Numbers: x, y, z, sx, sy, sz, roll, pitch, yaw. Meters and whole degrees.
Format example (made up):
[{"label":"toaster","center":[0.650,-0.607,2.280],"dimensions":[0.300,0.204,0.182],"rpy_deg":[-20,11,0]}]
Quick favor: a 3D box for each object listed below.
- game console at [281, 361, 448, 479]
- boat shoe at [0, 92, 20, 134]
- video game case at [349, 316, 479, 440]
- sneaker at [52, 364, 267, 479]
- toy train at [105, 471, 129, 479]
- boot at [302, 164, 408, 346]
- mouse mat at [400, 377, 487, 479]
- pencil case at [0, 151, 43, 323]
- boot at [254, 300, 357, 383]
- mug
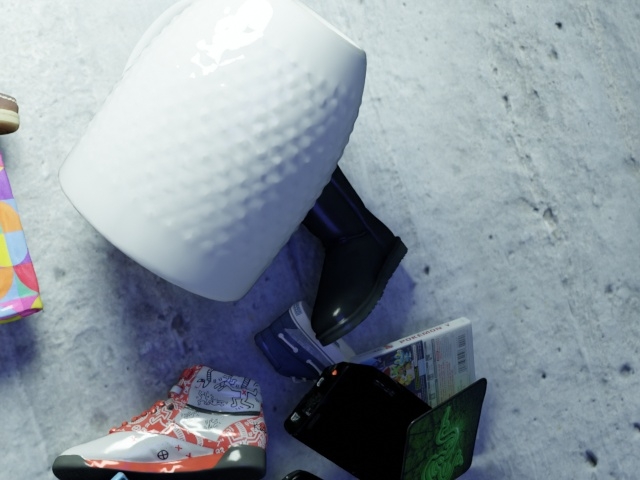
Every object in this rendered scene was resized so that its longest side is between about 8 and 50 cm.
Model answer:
[{"label":"game console","center":[0.000,0.335,1.375],"dimensions":[0.213,0.044,0.361],"rpy_deg":[38,88,-33]},{"label":"boat shoe","center":[-0.525,-0.217,1.253],"dimensions":[0.342,0.123,0.123],"rpy_deg":[14,82,-11]},{"label":"video game case","center":[0.134,0.222,1.445],"dimensions":[0.183,0.023,0.201],"rpy_deg":[-17,117,-20]},{"label":"sneaker","center":[-0.203,0.241,1.344],"dimensions":[0.270,0.090,0.145],"rpy_deg":[-3,56,1]},{"label":"toy train","center":[-0.225,0.367,1.289],"dimensions":[0.080,0.105,0.184],"rpy_deg":[-44,117,-27]},{"label":"boot","center":[0.000,0.000,1.390],"dimensions":[0.207,0.094,0.246],"rpy_deg":[48,40,-9]},{"label":"mouse mat","center":[0.165,0.284,1.424],"dimensions":[0.152,0.007,0.190],"rpy_deg":[-25,135,-33]},{"label":"pencil case","center":[-0.417,-0.004,1.280],"dimensions":[0.104,0.104,0.236],"rpy_deg":[-13,89,-20]},{"label":"boot","center":[-0.004,0.170,1.432],"dimensions":[0.086,0.069,0.190],"rpy_deg":[-35,111,13]},{"label":"mug","center":[-0.131,-0.165,1.275],"dimensions":[0.276,0.374,0.328],"rpy_deg":[25,107,-46]}]
